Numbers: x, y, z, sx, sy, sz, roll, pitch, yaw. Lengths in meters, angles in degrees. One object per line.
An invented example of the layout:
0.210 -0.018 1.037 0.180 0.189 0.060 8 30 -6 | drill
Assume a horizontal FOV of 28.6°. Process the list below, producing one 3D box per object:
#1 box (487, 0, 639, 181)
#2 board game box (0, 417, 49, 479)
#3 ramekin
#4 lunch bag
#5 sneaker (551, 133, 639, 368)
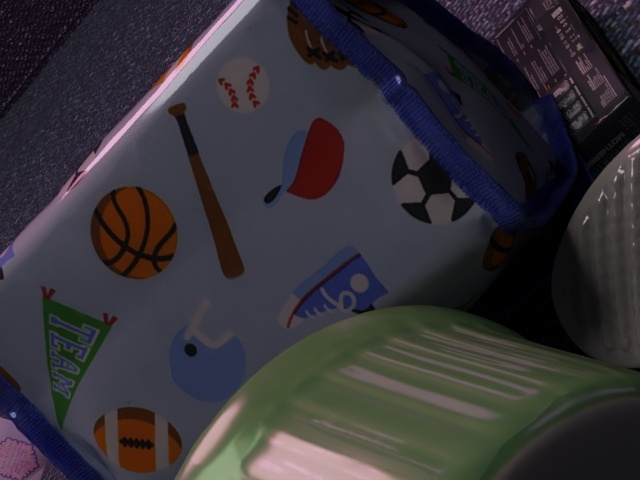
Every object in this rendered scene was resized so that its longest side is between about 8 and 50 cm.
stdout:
0.171 -0.094 1.041 0.183 0.059 0.233 -44 27 20 | box
-0.360 0.387 1.212 0.318 0.066 0.319 -79 13 -47 | board game box
0.079 0.186 0.576 0.148 0.303 0.303 6 63 53 | ramekin
0.000 0.000 0.848 0.328 0.239 0.385 -41 -4 18 | lunch bag
0.297 -0.046 0.678 0.366 0.150 0.135 -39 59 24 | sneaker
